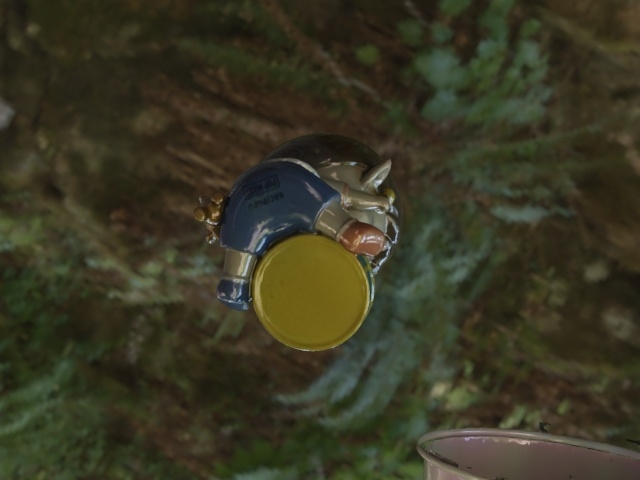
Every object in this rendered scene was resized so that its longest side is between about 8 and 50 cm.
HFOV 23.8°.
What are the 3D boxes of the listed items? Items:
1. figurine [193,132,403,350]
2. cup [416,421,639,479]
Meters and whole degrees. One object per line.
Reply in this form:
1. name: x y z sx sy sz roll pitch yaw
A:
1. figurine: -0.003 -0.009 1.310 0.161 0.158 0.275 -19 -172 16
2. cup: 0.188 0.307 1.269 0.253 0.253 0.273 -16 113 -82
